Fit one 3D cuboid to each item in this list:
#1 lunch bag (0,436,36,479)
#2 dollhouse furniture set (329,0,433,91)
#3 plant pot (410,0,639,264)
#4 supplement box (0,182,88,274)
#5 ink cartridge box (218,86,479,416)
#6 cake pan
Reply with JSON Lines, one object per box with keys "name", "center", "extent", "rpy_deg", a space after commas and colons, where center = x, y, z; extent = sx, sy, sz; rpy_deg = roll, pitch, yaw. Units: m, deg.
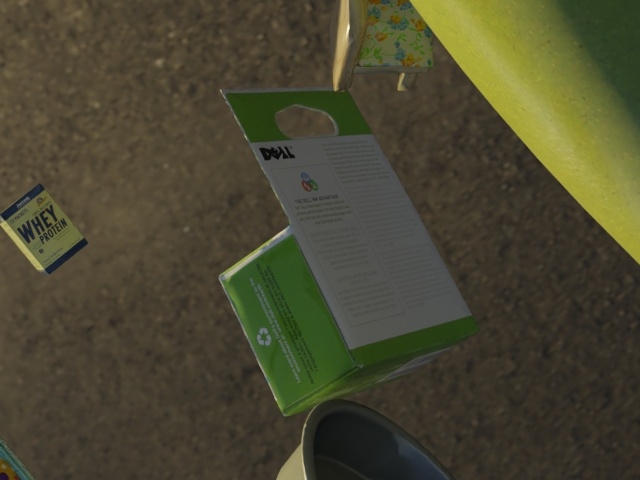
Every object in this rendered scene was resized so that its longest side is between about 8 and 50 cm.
{"name": "lunch bag", "center": [-0.296, 0.180, 0.897], "extent": [0.279, 0.224, 0.108], "rpy_deg": [49, 143, 6]}
{"name": "dollhouse furniture set", "center": [0.114, -0.218, 0.848], "extent": [0.161, 0.212, 0.242], "rpy_deg": [108, 159, -73]}
{"name": "plant pot", "center": [0.200, -0.088, 0.658], "extent": [0.275, 0.275, 0.293], "rpy_deg": [-17, 107, 51]}
{"name": "supplement box", "center": [-0.304, -0.011, 1.631], "extent": [0.083, 0.056, 0.083], "rpy_deg": [52, 166, -8]}
{"name": "ink cartridge box", "center": [0.000, 0.000, 1.278], "extent": [0.097, 0.189, 0.255], "rpy_deg": [-36, 75, 34]}
{"name": "cake pan", "center": [0.069, 0.254, 1.124], "extent": [0.054, 0.293, 0.293], "rpy_deg": [-39, 84, 18]}
